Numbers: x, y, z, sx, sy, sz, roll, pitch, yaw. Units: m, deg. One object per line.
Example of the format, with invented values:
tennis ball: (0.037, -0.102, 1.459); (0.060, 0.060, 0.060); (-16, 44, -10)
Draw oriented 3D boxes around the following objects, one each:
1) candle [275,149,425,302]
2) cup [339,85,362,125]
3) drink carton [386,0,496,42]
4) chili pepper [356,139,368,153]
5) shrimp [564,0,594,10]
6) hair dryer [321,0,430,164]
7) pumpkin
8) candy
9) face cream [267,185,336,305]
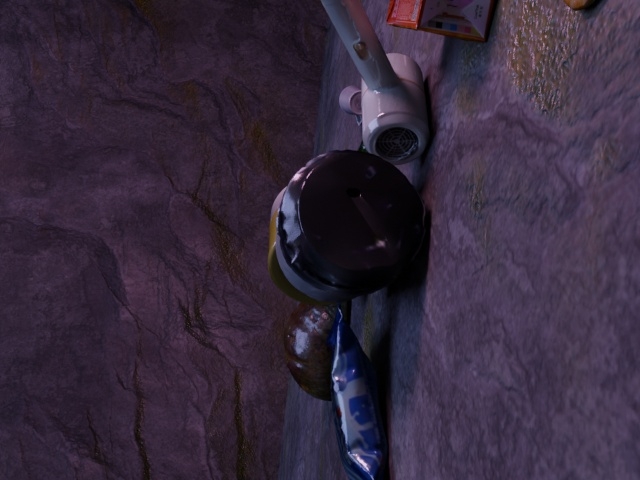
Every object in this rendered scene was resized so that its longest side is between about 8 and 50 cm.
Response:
candle: (0.030, -0.006, 1.030); (0.342, 0.222, 0.221); (125, 153, -76)
cup: (0.098, -0.348, 1.617); (0.116, 0.074, 0.104); (-117, 11, -71)
drink carton: (0.158, -0.320, 0.851); (0.223, 0.096, 0.071); (-99, 17, -69)
chili pepper: (0.111, -0.219, 1.361); (0.073, 0.050, 0.182); (-79, 4, -48)
shrimp: (0.223, -0.250, 0.520); (0.083, 0.023, 0.114); (111, 160, -52)
hair dryer: (0.060, -0.285, 0.926); (0.357, 0.108, 0.173); (50, -151, -42)
pumpkin: (-0.012, 0.211, 1.501); (0.169, 0.148, 0.312); (99, 171, -52)
candy: (0.055, 0.276, 1.024); (0.187, 0.077, 0.331); (102, 161, -57)
face cream: (0.000, 0.000, 1.304); (0.179, 0.218, 0.218); (-93, 13, -56)
